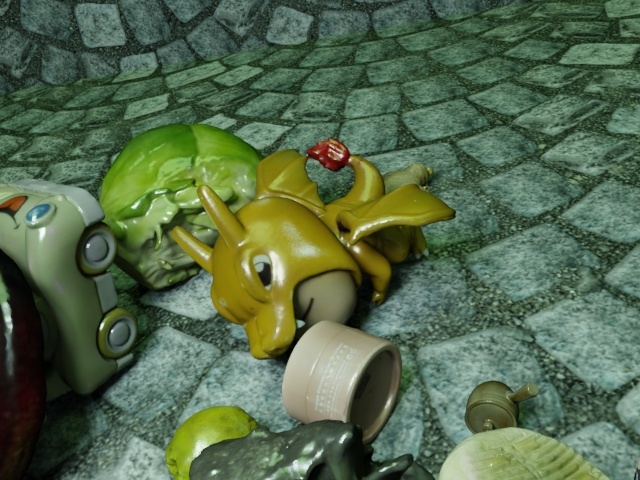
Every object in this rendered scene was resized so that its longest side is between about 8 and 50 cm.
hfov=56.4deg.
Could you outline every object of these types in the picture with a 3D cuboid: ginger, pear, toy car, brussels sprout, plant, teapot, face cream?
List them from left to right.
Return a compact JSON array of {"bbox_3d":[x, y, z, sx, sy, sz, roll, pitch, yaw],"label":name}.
[{"bbox_3d":[-0.464,0.090,0.954,0.242,0.336,0.226,11,30,32],"label":"toy car"},{"bbox_3d":[-0.281,-0.081,1.227,0.315,0.276,0.371,32,61,30],"label":"brussels sprout"},{"bbox_3d":[-0.144,0.280,0.809,0.107,0.107,0.131,21,36,40],"label":"pear"},{"bbox_3d":[-0.008,0.310,0.649,0.276,0.199,0.188,-8,41,15],"label":"plant"},{"bbox_3d":[0.032,0.195,0.822,0.104,0.149,0.149,15,44,33],"label":"face cream"},{"bbox_3d":[0.174,-0.105,1.264,0.137,0.074,0.213,2,41,6],"label":"ginger"},{"bbox_3d":[0.245,0.216,0.772,0.085,0.110,0.080,42,33,0],"label":"teapot"}]

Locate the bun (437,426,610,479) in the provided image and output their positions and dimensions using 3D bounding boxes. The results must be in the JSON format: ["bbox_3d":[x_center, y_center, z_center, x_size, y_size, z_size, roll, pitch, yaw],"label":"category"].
[{"bbox_3d":[0.220,0.296,0.636,0.193,0.128,0.178,-5,34,-32],"label":"bun"}]

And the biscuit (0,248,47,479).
[{"bbox_3d":[-0.545,0.188,0.846,0.407,0.407,0.091,12,3,32],"label":"biscuit"}]

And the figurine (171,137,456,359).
[{"bbox_3d":[-0.024,-0.006,1.028,0.387,0.268,0.401,-23,44,-36],"label":"figurine"}]

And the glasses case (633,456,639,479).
[{"bbox_3d":[0.346,0.336,0.539,0.075,0.122,0.314,-9,35,18],"label":"glasses case"}]
